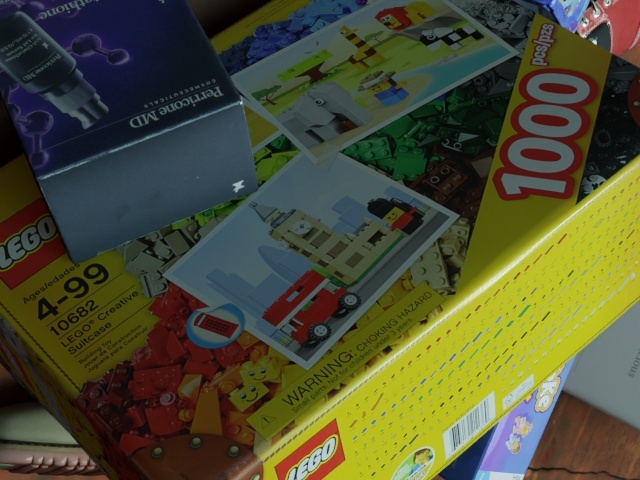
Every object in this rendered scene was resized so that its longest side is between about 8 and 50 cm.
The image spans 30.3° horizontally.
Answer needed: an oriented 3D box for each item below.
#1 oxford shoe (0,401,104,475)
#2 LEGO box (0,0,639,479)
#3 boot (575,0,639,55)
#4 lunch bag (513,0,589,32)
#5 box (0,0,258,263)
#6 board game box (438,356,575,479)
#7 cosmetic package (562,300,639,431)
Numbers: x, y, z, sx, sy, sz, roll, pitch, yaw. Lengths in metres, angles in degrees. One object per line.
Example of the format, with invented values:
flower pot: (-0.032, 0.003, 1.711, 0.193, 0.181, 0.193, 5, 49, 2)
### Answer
oxford shoe: (-0.143, 0.141, 1.136, 0.397, 0.140, 0.146, -4, 81, -33)
LEGO box: (0.000, 0.000, 0.973, 0.500, 0.372, 0.193, -36, 142, -21)
boot: (0.323, -0.308, 1.315, 0.176, 0.088, 0.244, -31, 130, -23)
lunch bag: (0.219, -0.314, 1.085, 0.293, 0.138, 0.220, -37, 149, -82)
box: (-0.156, -0.111, 0.876, 0.153, 0.207, 0.108, -24, 147, -11)
board game box: (0.166, 0.064, 1.254, 0.078, 0.233, 0.347, 15, 100, -42)
cosmetic package: (0.500, 0.088, 1.407, 0.329, 0.394, 0.327, 15, 100, -51)
